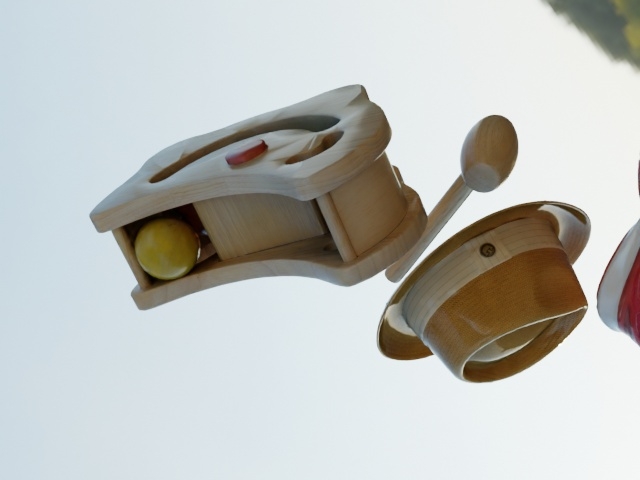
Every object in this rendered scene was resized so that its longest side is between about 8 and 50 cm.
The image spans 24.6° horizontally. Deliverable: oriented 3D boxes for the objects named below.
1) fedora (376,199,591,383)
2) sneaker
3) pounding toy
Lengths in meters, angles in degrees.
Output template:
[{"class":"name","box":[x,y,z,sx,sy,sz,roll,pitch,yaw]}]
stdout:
[{"class":"fedora","box":[0.139,0.053,1.129,0.194,0.194,0.079,25,-152,-57]},{"class":"sneaker","box":[0.280,-0.009,1.016,0.087,0.221,0.128,-4,-151,-30]},{"class":"pounding toy","box":[0.000,0.000,0.959,0.154,0.269,0.155,-70,-40,-61]}]
